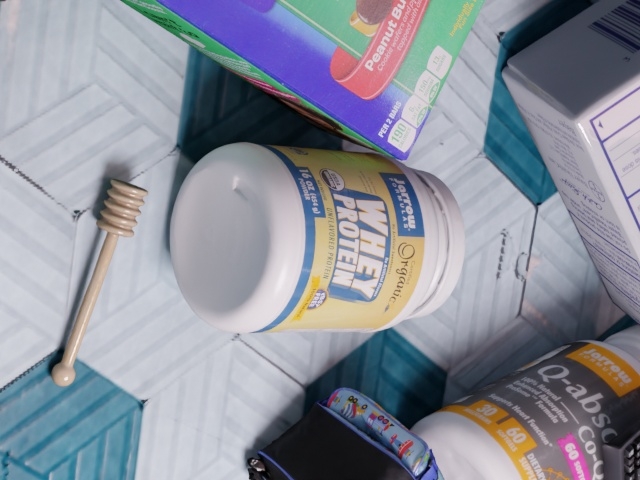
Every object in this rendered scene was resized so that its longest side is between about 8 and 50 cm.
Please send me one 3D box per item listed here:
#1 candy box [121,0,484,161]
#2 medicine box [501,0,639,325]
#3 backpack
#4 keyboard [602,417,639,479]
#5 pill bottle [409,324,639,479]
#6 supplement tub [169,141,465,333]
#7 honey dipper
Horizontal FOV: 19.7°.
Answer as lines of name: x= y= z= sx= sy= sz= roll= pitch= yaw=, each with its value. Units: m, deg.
candy box: x=-0.009 y=-0.248 z=1.357 sx=0.317 sy=0.122 sz=0.268 roll=29 pitch=85 yaw=-41
medicine box: x=0.348 y=-0.090 z=1.638 sx=0.263 sy=0.149 sz=0.289 roll=-33 pitch=121 yaw=-6
backpack: x=0.044 y=0.230 z=1.537 sx=0.117 sy=0.158 sz=0.173 roll=-41 pitch=130 yaw=-15
keyboard: x=0.272 y=0.231 z=1.607 sx=0.108 sy=0.023 sz=0.180 roll=-32 pitch=134 yaw=-26
pill bottle: x=0.220 y=0.184 z=1.670 sx=0.278 sy=0.162 sz=0.162 roll=-24 pitch=119 yaw=-33
supplement tub: x=0.000 y=0.000 z=1.431 sx=0.199 sy=0.144 sz=0.144 roll=1 pitch=103 yaw=-41
honey dipper: x=-0.167 y=0.034 z=1.378 sx=0.030 sy=0.030 sz=0.161 roll=14 pitch=97 yaw=-43
